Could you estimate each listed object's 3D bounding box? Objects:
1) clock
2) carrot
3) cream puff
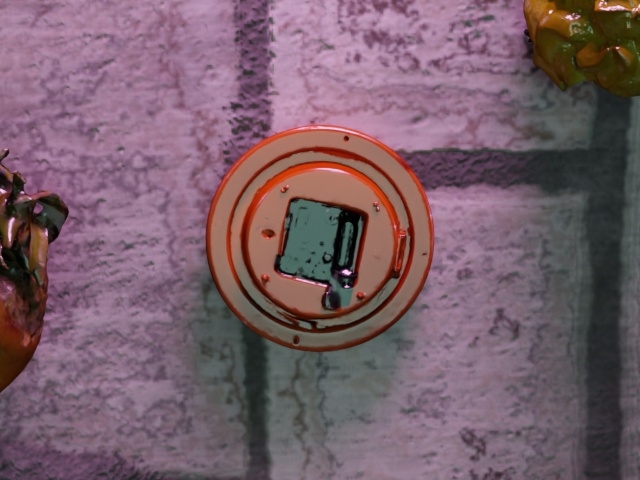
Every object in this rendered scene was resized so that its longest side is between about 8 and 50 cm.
[{"bbox_3d":[0.000,0.000,0.943,0.205,0.051,0.205,0,98,-3],"label":"clock"},{"bbox_3d":[-0.337,0.058,0.867,0.331,0.214,0.193,-34,128,7],"label":"carrot"},{"bbox_3d":[0.250,-0.195,0.882,0.156,0.156,0.121,-24,117,1],"label":"cream puff"}]
